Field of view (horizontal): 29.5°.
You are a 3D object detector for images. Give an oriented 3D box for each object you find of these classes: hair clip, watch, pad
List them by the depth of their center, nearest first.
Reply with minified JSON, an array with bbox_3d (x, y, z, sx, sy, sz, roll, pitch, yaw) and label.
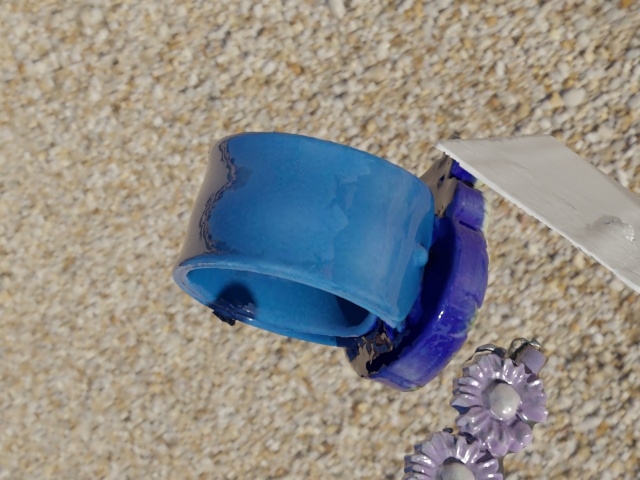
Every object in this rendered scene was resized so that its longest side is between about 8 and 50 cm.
[{"bbox_3d":[0.151,-0.011,0.624,0.156,0.232,0.004,38,109,16],"label":"pad"},{"bbox_3d":[0.002,0.004,0.841,0.200,0.171,0.196,21,153,-24],"label":"watch"},{"bbox_3d":[0.146,0.206,1.196,0.106,0.292,0.084,37,157,5],"label":"hair clip"}]
